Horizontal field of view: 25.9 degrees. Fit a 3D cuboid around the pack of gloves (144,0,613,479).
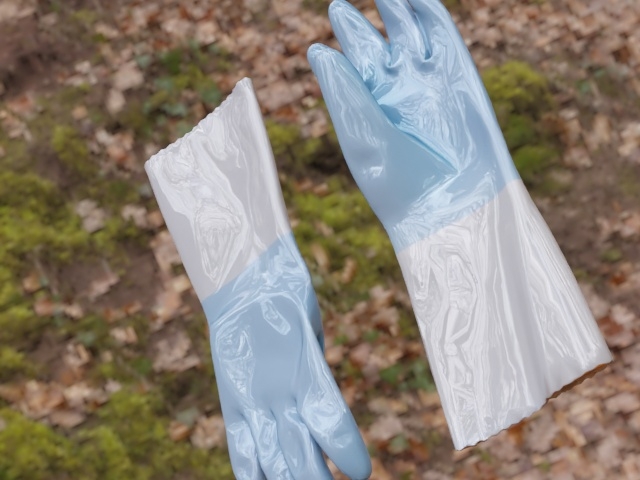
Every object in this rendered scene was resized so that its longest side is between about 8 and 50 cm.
[{"bbox_3d":[0.000,0.000,0.635,0.195,0.232,0.046,-36,-32,26],"label":"pack of gloves"}]
